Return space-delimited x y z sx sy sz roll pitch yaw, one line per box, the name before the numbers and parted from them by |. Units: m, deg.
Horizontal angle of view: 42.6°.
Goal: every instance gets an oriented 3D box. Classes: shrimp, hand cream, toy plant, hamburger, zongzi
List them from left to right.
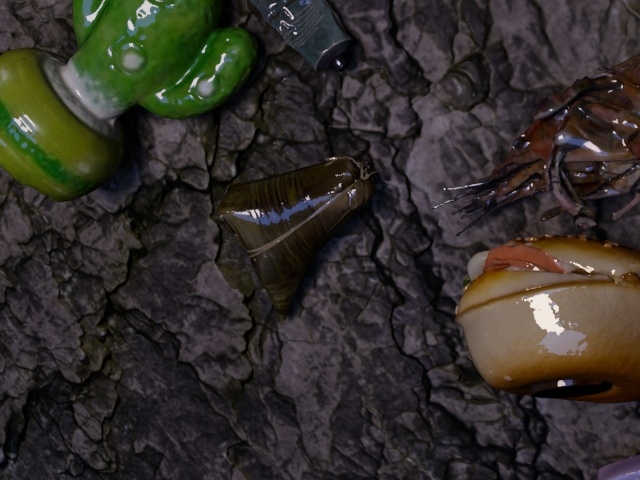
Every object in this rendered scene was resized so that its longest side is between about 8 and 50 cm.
toy plant | -0.238 -0.203 0.948 0.316 0.184 0.224 -36 95 12
hand cream | -0.050 -0.282 0.887 0.075 0.052 0.248 -38 88 27
zongzi | 0.000 0.000 0.944 0.187 0.084 0.184 -14 114 22
hamburger | 0.244 0.076 0.783 0.237 0.237 0.147 -3 69 24
shrimp | 0.260 -0.078 0.783 0.343 0.116 0.145 -27 70 30

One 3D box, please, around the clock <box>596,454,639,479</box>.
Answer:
clock | 0.372 0.294 0.873 0.172 0.064 0.198 32 115 11
